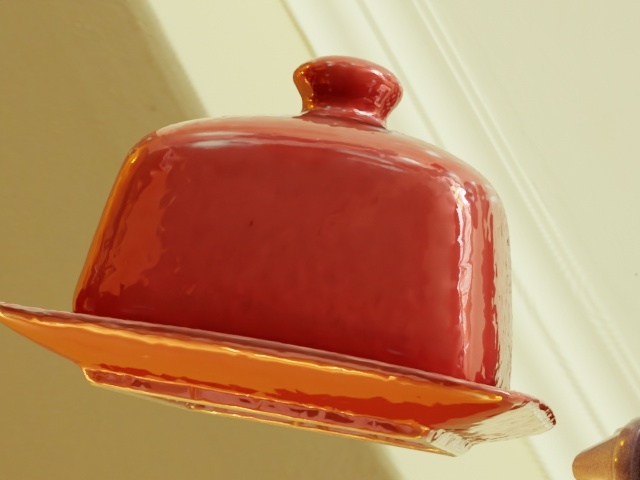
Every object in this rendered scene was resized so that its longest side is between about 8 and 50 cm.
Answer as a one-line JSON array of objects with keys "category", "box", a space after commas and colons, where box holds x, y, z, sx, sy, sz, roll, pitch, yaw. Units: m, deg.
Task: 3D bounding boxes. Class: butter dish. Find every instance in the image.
[{"category": "butter dish", "box": [0.000, 0.000, 0.500, 0.160, 0.160, 0.118, 9, -98, 13]}]

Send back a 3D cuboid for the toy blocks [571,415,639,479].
[{"category": "toy blocks", "box": [0.214, 0.080, 0.715, 0.260, 0.309, 0.289, -6, -122, 45]}]
